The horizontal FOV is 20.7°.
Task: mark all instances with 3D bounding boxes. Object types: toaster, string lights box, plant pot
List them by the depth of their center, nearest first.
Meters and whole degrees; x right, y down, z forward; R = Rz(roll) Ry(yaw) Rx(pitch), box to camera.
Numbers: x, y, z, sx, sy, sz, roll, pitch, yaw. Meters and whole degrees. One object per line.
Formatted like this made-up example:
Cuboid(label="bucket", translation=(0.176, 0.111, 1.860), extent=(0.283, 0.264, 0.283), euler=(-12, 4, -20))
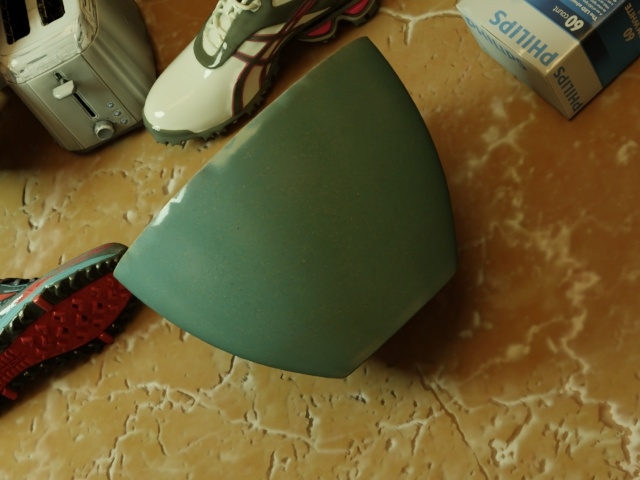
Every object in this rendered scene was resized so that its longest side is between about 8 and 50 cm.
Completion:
Cuboid(label="plant pot", translation=(0.000, 0.000, 1.465), extent=(0.290, 0.290, 0.195), euler=(-43, 88, -2))
Cuboid(label="string lights box", translation=(0.264, -0.247, 1.568), extent=(0.260, 0.077, 0.133), euler=(-43, 51, -1))
Cuboid(label="toaster", translation=(-0.255, -0.211, 1.772), extent=(0.129, 0.146, 0.227), euler=(-24, 53, 12))

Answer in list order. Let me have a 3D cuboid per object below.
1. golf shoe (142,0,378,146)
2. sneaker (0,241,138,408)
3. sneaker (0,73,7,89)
Cuboid(label="golf shoe", translation=(-0.077, -0.207, 1.697), extent=(0.273, 0.120, 0.105), euler=(-40, 53, 3))
Cuboid(label="sneaker", translation=(-0.290, 0.064, 1.655), extent=(0.262, 0.104, 0.125), euler=(-32, 50, 7))
Cuboid(label="sneaker", translation=(-0.359, -0.216, 1.897), extent=(0.061, 0.053, 0.152), euler=(-29, 54, -10))
